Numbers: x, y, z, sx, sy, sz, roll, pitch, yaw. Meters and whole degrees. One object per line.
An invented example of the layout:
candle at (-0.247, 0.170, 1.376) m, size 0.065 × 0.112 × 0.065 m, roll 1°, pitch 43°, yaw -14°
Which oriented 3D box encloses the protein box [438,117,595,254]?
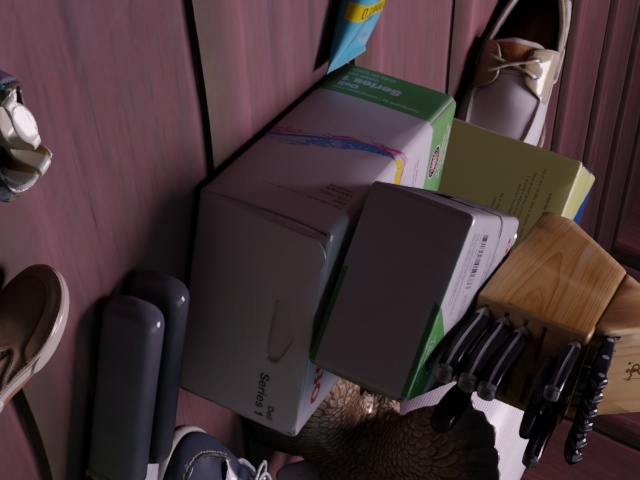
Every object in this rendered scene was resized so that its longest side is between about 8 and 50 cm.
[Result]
protein box at (0.158, -0.017, 1.602) m, size 0.200 × 0.201 × 0.136 m, roll -69°, pitch 164°, yaw 1°

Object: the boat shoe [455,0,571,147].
boat shoe at (0.227, -0.200, 1.784) m, size 0.103 × 0.113 × 0.302 m, roll 83°, pitch 22°, yaw -56°

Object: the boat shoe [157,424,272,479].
boat shoe at (-0.089, 0.232, 1.336) m, size 0.095 × 0.079 × 0.254 m, roll -64°, pitch 163°, yaw -17°

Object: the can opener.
can opener at (-0.120, 0.160, 1.124) m, size 0.076 × 0.095 × 0.283 m, roll -48°, pitch 153°, yaw -53°

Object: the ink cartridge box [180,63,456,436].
ink cartridge box at (0.000, 0.000, 1.270) m, size 0.278 × 0.117 × 0.201 m, roll -47°, pitch 152°, yaw -53°

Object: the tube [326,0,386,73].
tube at (0.048, -0.243, 1.268) m, size 0.080 × 0.052 × 0.207 m, roll -32°, pitch 146°, yaw -53°

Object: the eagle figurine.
eagle figurine at (0.048, 0.186, 1.503) m, size 0.298 × 0.226 × 0.225 m, roll -37°, pitch 111°, yaw -89°

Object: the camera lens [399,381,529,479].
camera lens at (0.139, 0.257, 1.840) m, size 0.274 × 0.219 × 0.219 m, roll -59°, pitch 161°, yaw -32°

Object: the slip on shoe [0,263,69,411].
slip on shoe at (-0.194, 0.066, 0.868) m, size 0.135 × 0.051 × 0.041 m, roll -56°, pitch 148°, yaw -21°

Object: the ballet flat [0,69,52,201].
ballet flat at (-0.168, -0.052, 0.817) m, size 0.041 × 0.041 × 0.114 m, roll -61°, pitch 162°, yaw -27°

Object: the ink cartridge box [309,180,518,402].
ink cartridge box at (0.082, 0.038, 1.209) m, size 0.153 × 0.087 × 0.208 m, roll -70°, pitch 163°, yaw 5°

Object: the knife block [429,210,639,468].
knife block at (0.159, 0.075, 1.239) m, size 0.242 × 0.275 × 0.088 m, roll 1°, pitch 119°, yaw -26°
